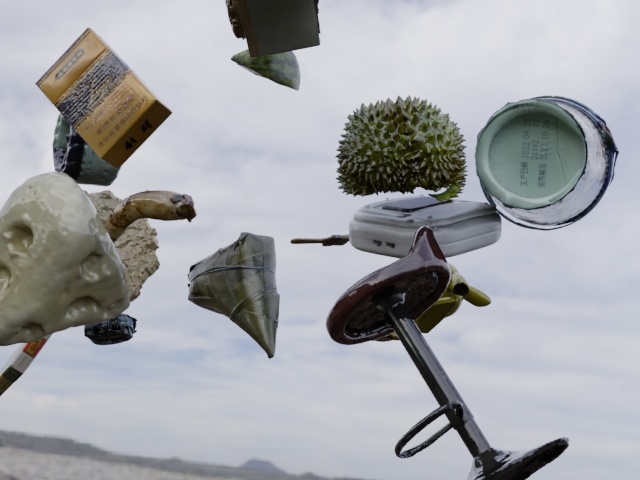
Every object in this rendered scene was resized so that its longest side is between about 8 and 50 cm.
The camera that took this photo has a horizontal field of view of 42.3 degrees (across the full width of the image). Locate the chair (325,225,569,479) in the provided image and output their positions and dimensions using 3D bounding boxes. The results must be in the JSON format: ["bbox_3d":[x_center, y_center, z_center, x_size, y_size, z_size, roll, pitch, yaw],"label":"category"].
[{"bbox_3d":[0.161,0.183,1.225,0.226,0.401,0.227,-23,-28,-13],"label":"chair"}]

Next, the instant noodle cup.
[{"bbox_3d":[0.414,-0.155,1.565,0.284,0.284,0.312,-2,1,20],"label":"instant noodle cup"}]

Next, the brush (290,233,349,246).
[{"bbox_3d":[0.000,0.000,1.780,0.169,0.014,0.043,-1,-28,-43],"label":"brush"}]

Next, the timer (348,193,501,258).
[{"bbox_3d":[0.195,-0.029,1.553,0.262,0.087,0.237,-13,18,-42],"label":"timer"}]

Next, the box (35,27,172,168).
[{"bbox_3d":[-0.408,-0.268,1.551,0.237,0.152,0.070,46,3,22],"label":"box"}]

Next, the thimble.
[{"bbox_3d":[-0.580,-0.244,2.064,0.150,0.238,0.237,9,-18,-28],"label":"thimble"}]

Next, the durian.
[{"bbox_3d":[0.140,-0.156,1.424,0.236,0.200,0.177,14,-45,23],"label":"durian"}]

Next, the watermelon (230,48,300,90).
[{"bbox_3d":[-0.078,-0.326,1.529,0.087,0.069,0.163,27,9,29],"label":"watermelon"}]

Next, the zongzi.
[{"bbox_3d":[-0.188,0.147,1.769,0.125,0.275,0.250,9,-26,-41],"label":"zongzi"}]

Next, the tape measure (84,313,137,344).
[{"bbox_3d":[-0.397,0.167,1.557,0.091,0.054,0.094,-15,-18,11],"label":"tape measure"}]

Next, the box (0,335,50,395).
[{"bbox_3d":[-0.620,0.249,1.703,0.034,0.132,0.235,39,-42,-13],"label":"box"}]

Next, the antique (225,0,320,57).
[{"bbox_3d":[-0.083,-0.401,1.347,0.147,0.147,0.152,-11,-52,-1],"label":"antique"}]

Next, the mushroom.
[{"bbox_3d":[-0.364,-0.036,1.451,0.233,0.208,0.302,31,-67,-16],"label":"mushroom"}]

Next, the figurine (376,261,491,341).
[{"bbox_3d":[0.228,0.141,1.984,0.326,0.169,0.218,-25,-18,7],"label":"figurine"}]

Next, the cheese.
[{"bbox_3d":[-0.418,0.029,1.244,0.251,0.248,0.173,-22,45,-39],"label":"cheese"}]
